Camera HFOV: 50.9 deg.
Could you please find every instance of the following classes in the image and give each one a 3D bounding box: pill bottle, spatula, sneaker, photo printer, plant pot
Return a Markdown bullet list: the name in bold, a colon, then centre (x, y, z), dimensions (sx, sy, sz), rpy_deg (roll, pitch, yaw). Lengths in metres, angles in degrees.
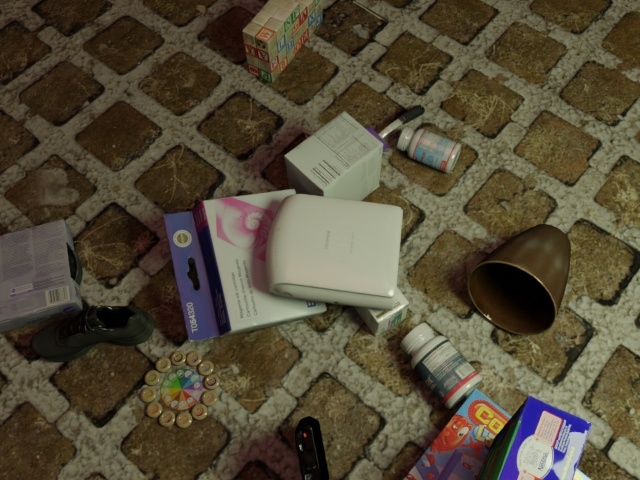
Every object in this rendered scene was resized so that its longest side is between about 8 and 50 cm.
- **pill bottle**: centre (0.269, 0.280, 1.525), dimensions (0.108, 0.108, 0.180), rpy_deg (-34, 66, -15)
- **spatula**: centre (0.202, -0.313, 1.840), dimensions (0.296, 0.030, 0.084), rpy_deg (-36, 82, -36)
- **sneaker**: centre (-0.546, 0.202, 1.580), dimensions (0.286, 0.130, 0.109), rpy_deg (-15, 65, -5)
- **pill bottle**: centre (0.293, -0.249, 1.818), dimensions (0.160, 0.087, 0.087), rpy_deg (24, 65, 14)
- **photo printer**: centre (0.029, 0.022, 1.554), dimensions (0.307, 0.107, 0.256), rpy_deg (8, 63, 2)
- **plant pot**: centre (0.497, 0.068, 1.594), dimensions (0.215, 0.215, 0.230), rpy_deg (32, 54, 17)

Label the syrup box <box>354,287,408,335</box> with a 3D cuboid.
- **syrup box**: centre (0.107, 0.104, 1.631), dimensions (0.096, 0.093, 0.237), rpy_deg (-31, 65, -14)

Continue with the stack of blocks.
- **stack of blocks**: centre (-0.105, -0.637, 1.989), dimensions (0.087, 0.171, 0.297), rpy_deg (27, 66, 15)

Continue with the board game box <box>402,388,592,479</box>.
- **board game box**: centre (0.352, 0.527, 1.403), dimensions (0.308, 0.086, 0.302), rpy_deg (37, 69, 19)

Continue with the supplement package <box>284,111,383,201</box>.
- **supplement package**: centre (0.036, -0.178, 1.727), dimensions (0.203, 0.194, 0.149), rpy_deg (-39, 67, -18)

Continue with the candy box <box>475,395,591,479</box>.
- **candy box**: centre (0.347, 0.458, 1.211), dimensions (0.122, 0.317, 0.268), rpy_deg (24, 64, 16)

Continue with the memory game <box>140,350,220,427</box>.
- **memory game**: centre (-0.326, 0.344, 1.563), dimensions (0.186, 0.012, 0.186), rpy_deg (-1, 62, 1)

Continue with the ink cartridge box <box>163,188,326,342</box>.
- **ink cartridge box**: centre (-0.180, 0.052, 1.606), dimensions (0.329, 0.071, 0.324), rpy_deg (-10, 74, -21)

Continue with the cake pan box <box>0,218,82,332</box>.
- **cake pan box**: centre (-0.738, 0.090, 1.681), dimensions (0.266, 0.070, 0.246), rpy_deg (-17, 65, -7)

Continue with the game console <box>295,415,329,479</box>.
- **game console**: centre (0.005, 0.538, 1.349), dimensions (0.043, 0.213, 0.362), rpy_deg (-11, 73, 2)
